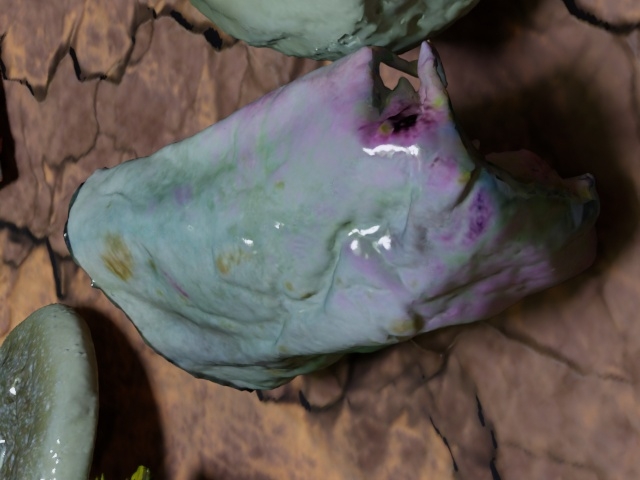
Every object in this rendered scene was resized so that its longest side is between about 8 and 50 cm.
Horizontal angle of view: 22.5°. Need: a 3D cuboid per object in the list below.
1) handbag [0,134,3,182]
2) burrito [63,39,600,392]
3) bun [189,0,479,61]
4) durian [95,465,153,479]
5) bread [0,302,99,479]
[{"bbox_3d":[-0.273,-0.073,1.045,0.190,0.062,0.127,-22,75,51],"label":"handbag"},{"bbox_3d":[0.000,0.000,0.674,0.229,0.144,0.089,-22,33,50],"label":"burrito"},{"bbox_3d":[0.012,-0.173,0.669,0.221,0.108,0.221,-8,79,46],"label":"bun"},{"bbox_3d":[-0.072,0.200,0.760,0.159,0.146,0.198,-25,73,47],"label":"durian"},{"bbox_3d":[-0.157,0.100,0.892,0.112,0.036,0.193,-57,31,33],"label":"bread"}]
